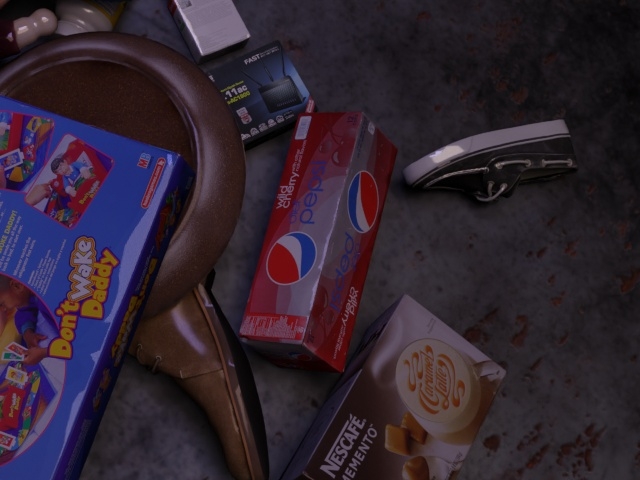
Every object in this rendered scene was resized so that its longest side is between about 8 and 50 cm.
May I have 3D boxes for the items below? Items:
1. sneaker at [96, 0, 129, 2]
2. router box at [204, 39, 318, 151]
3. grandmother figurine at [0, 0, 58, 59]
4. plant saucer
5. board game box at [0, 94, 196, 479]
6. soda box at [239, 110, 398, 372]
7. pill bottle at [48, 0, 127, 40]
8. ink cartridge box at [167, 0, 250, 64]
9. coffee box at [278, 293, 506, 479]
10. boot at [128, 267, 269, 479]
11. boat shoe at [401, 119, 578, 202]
[{"bbox_3d":[-0.266,-0.304,1.261,0.229,0.087,0.092,18,71,-17],"label":"sneaker"},{"bbox_3d":[-0.077,-0.153,1.405,0.122,0.038,0.092,-28,85,-22],"label":"router box"},{"bbox_3d":[-0.363,-0.253,1.316,0.208,0.104,0.342,28,70,19],"label":"grandmother figurine"},{"bbox_3d":[-0.230,-0.066,1.267,0.311,0.050,0.310,-1,79,6],"label":"plant saucer"},{"bbox_3d":[-0.288,0.053,1.183,0.233,0.078,0.347,19,82,9],"label":"board game box"},{"bbox_3d":[0.000,0.000,1.346,0.092,0.083,0.263,41,58,-52],"label":"soda box"},{"bbox_3d":[-0.241,-0.252,1.365,0.065,0.065,0.116,28,69,-9],"label":"pill bottle"},{"bbox_3d":[-0.132,-0.258,1.422,0.063,0.029,0.115,-25,83,-22],"label":"ink cartridge box"},{"bbox_3d":[0.069,0.196,1.292,0.141,0.098,0.246,38,51,-4],"label":"coffee box"},{"bbox_3d":[-0.137,0.112,1.295,0.115,0.112,0.305,-22,78,-3],"label":"boot"},{"bbox_3d":[0.197,-0.082,1.453,0.219,0.078,0.070,-15,79,-22],"label":"boat shoe"}]
